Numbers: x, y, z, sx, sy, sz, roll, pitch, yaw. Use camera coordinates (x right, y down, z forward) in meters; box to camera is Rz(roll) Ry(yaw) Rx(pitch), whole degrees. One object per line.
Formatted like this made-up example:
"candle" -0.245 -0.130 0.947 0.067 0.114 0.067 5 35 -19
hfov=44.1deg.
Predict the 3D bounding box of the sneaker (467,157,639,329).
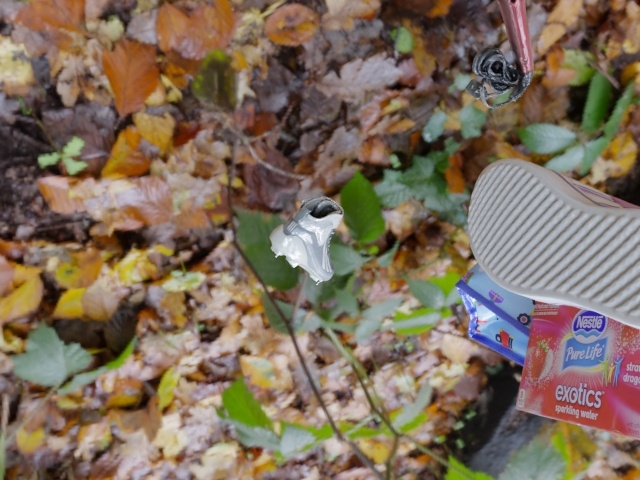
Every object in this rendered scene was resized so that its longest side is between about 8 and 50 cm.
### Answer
"sneaker" 0.238 0.012 0.614 0.161 0.282 0.102 7 105 -24

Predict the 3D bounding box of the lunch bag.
"lunch bag" 0.363 0.088 1.016 0.221 0.293 0.138 -43 139 -16

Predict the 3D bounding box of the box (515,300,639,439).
"box" 0.304 0.124 0.752 0.123 0.128 0.257 14 172 -10

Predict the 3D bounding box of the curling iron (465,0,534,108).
"curling iron" 0.153 -0.212 0.681 0.068 0.035 0.274 -38 146 -11

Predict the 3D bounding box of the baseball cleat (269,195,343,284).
"baseball cleat" 0.000 0.000 1.099 0.109 0.072 0.206 -47 165 4
